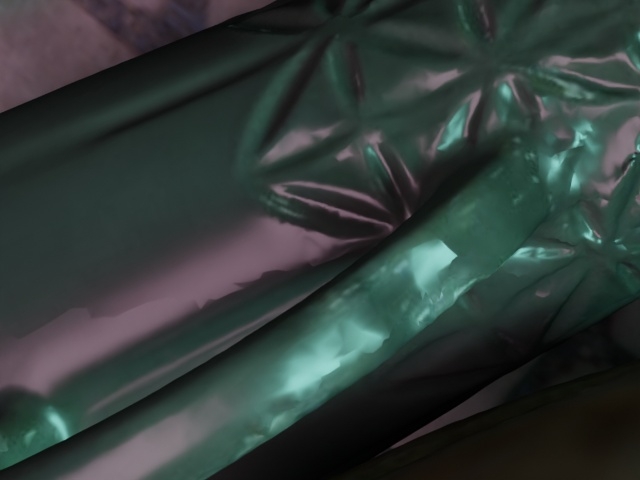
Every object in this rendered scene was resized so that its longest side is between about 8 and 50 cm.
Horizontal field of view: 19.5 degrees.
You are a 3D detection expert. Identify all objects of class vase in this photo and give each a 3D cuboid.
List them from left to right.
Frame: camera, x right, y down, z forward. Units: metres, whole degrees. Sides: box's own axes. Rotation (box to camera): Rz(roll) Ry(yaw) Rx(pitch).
[{"bbox_3d":[0.000,0.000,0.524,0.301,0.251,0.156,-26,104,17],"label":"vase"}]

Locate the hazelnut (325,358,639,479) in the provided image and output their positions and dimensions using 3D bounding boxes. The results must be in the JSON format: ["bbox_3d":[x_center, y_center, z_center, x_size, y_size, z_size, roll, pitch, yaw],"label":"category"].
[{"bbox_3d":[0.105,0.210,0.457,0.359,0.359,0.409,35,84,4],"label":"hazelnut"}]
